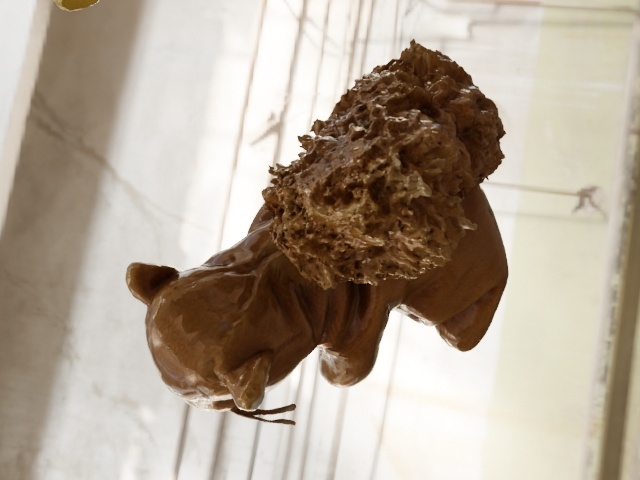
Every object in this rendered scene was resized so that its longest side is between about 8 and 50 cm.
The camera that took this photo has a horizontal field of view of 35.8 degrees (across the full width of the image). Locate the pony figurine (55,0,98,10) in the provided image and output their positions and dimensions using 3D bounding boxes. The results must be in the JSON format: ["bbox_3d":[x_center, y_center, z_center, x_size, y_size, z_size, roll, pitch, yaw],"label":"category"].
[{"bbox_3d":[-0.440,-0.379,1.025,0.364,0.350,0.303,60,153,19],"label":"pony figurine"}]

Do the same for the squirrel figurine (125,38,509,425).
[{"bbox_3d":[0.000,0.000,0.972,0.370,0.281,0.397,-26,-26,-34],"label":"squirrel figurine"}]
